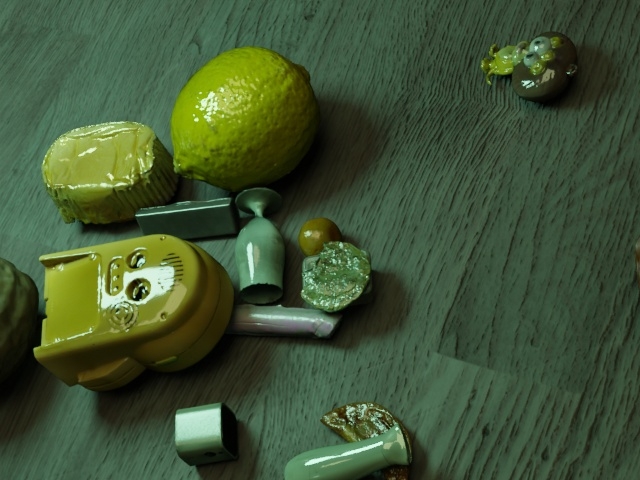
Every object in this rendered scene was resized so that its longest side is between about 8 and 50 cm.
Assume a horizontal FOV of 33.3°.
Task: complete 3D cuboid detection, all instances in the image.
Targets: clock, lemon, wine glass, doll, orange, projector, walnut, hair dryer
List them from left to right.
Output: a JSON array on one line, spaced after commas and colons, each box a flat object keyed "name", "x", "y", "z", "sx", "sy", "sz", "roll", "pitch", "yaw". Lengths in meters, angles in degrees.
[{"name": "walnut", "x": -0.633, "y": 0.153, "z": 1.930, "sx": 0.273, "sy": 0.227, "sz": 0.273, "roll": -9, "pitch": 55, "yaw": 13}, {"name": "clock", "x": -0.314, "y": 0.114, "z": 1.853, "sx": 0.316, "sy": 0.200, "sz": 0.244, "roll": -15, "pitch": 60, "yaw": 17}, {"name": "projector", "x": -0.188, "y": 0.321, "z": 1.773, "sx": 0.082, "sy": 0.083, "sz": 0.083, "roll": -11, "pitch": 59, "yaw": 12}, {"name": "lemon", "x": -0.144, "y": -0.220, "z": 1.974, "sx": 0.310, "sy": 0.253, "sz": 0.253, "roll": -36, "pitch": 57, "yaw": -4}, {"name": "wine glass", "x": -0.109, "y": 0.011, "z": 1.921, "sx": 0.092, "sy": 0.093, "sz": 0.202, "roll": -12, "pitch": 56, "yaw": 11}, {"name": "orange", "x": 0.000, "y": 0.000, "z": 1.903, "sx": 0.085, "sy": 0.085, "sz": 0.085, "roll": -8, "pitch": 59, "yaw": 14}, {"name": "hair dryer", "x": 0.061, "y": 0.421, "z": 1.640, "sx": 0.206, "sy": 0.075, "sz": 0.237, "roll": -20, "pitch": 69, "yaw": 22}, {"name": "doll", "x": 0.379, "y": -0.315, "z": 1.953, "sx": 0.188, "sy": 0.096, "sz": 0.145, "roll": -5, "pitch": 52, "yaw": 27}]

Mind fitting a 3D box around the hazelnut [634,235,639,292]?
[{"name": "hazelnut", "x": 0.600, "y": 0.054, "z": 1.579, "sx": 0.261, "sy": 0.241, "sz": 0.261, "roll": -3, "pitch": 58, "yaw": 5}]

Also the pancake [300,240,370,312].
[{"name": "pancake", "x": 0.027, "y": 0.062, "z": 1.814, "sx": 0.116, "sy": 0.023, "sz": 0.130, "roll": 27, "pitch": 73, "yaw": 26}]

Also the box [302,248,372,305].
[{"name": "box", "x": 0.034, "y": 0.071, "z": 1.858, "sx": 0.122, "sy": 0.062, "sz": 0.089, "roll": -9, "pitch": 60, "yaw": 13}]

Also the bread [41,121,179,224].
[{"name": "bread", "x": -0.403, "y": -0.125, "z": 2.070, "sx": 0.250, "sy": 0.133, "sz": 0.179, "roll": -9, "pitch": 58, "yaw": 12}]

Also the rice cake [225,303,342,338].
[{"name": "rice cake", "x": -0.089, "y": 0.140, "z": 1.865, "sx": 0.269, "sy": 0.049, "sz": 0.055, "roll": 2, "pitch": 57, "yaw": 20}]

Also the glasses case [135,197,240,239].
[{"name": "glasses case", "x": -0.247, "y": -0.039, "z": 2.007, "sx": 0.190, "sy": 0.072, "sz": 0.042, "roll": -6, "pitch": 42, "yaw": 15}]

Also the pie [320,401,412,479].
[{"name": "pie", "x": 0.092, "y": 0.315, "z": 1.714, "sx": 0.088, "sy": 0.033, "sz": 0.191, "roll": -48, "pitch": 56, "yaw": -6}]
